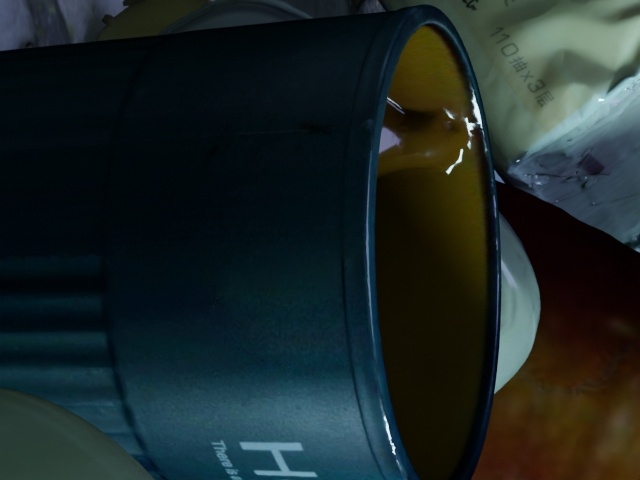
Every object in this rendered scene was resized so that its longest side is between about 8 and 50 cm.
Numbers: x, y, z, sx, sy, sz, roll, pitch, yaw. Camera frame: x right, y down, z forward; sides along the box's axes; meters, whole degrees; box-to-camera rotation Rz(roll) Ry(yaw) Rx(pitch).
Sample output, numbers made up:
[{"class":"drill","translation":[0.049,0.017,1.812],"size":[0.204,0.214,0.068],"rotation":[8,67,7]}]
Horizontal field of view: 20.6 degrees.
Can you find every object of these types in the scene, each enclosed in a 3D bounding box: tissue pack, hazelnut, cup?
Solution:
[{"class":"tissue pack","translation":[0.163,-0.213,1.486],"size":[0.405,0.205,0.332],"rotation":[58,10,24]},{"class":"hazelnut","translation":[0.136,0.157,1.364],"size":[0.402,0.429,0.402],"rotation":[-55,-162,27]},{"class":"cup","translation":[-0.067,0.011,0.923],"size":[0.308,0.292,0.242],"rotation":[-6,94,-72]}]

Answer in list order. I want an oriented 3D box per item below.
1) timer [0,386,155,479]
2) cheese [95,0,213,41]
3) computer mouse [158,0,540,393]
[{"class":"timer","translation":[-0.215,0.215,0.592],"size":[0.315,0.291,0.290],"rotation":[-9,97,-49]},{"class":"cheese","translation":[-0.084,-0.082,1.175],"size":[0.123,0.094,0.167],"rotation":[-68,154,-18]},{"class":"computer mouse","translation":[-0.002,-0.003,1.101],"size":[0.331,0.197,0.095],"rotation":[50,4,-22]}]
